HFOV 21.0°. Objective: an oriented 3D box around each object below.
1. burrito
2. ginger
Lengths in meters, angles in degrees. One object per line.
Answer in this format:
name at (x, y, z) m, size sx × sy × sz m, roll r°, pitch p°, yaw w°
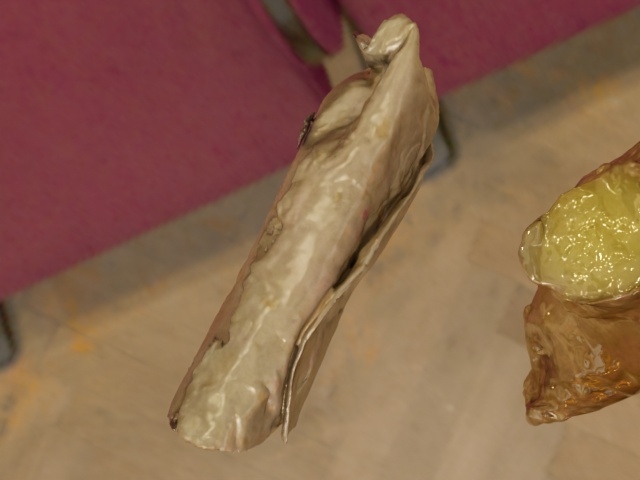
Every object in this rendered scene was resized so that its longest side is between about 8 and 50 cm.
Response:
burrito at (0.000, 0.000, 0.809) m, size 0.060 × 0.087 × 0.226 m, roll 25°, pitch 81°, yaw 9°
ginger at (0.197, 0.005, 0.895) m, size 0.270 × 0.219 × 0.123 m, roll -38°, pitch 58°, yaw 45°
